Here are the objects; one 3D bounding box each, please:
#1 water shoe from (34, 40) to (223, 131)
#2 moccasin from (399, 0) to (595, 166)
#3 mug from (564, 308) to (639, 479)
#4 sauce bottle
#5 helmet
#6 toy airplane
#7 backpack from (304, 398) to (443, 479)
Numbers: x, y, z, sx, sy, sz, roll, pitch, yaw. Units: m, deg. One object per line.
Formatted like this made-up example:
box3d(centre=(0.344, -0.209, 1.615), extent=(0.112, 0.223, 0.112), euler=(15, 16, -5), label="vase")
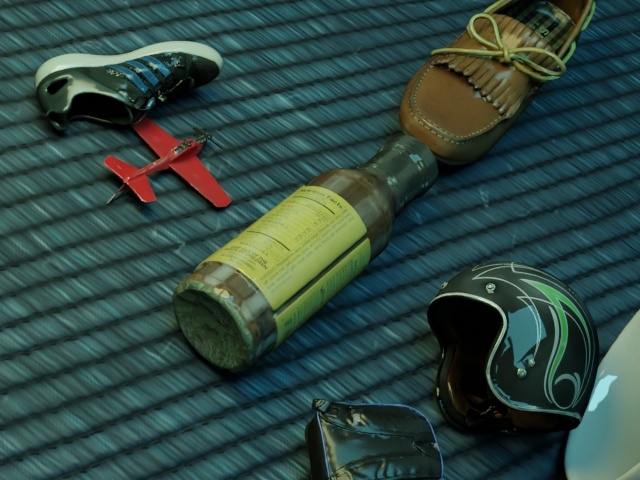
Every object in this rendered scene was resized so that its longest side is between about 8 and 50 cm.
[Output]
box3d(centre=(-0.196, -0.155, 1.312), extent=(0.203, 0.073, 0.080), euler=(-10, 62, -18), label="water shoe")
box3d(centre=(0.223, -0.215, 1.484), extent=(0.139, 0.147, 0.380), euler=(45, 51, 12), label="moccasin")
box3d(centre=(0.452, 0.196, 1.229), extent=(0.328, 0.276, 0.374), euler=(34, 19, -4), label="mug")
box3d(centre=(0.000, 0.000, 1.253), extent=(0.111, 0.111, 0.344), euler=(43, 49, 11), label="sauce bottle")
box3d(centre=(0.190, 0.102, 1.226), extent=(0.169, 0.169, 0.161), euler=(8, 69, -18), label="helmet")
box3d(centre=(-0.165, -0.081, 1.293), extent=(0.151, 0.028, 0.151), euler=(11, 50, -14), label="toy airplane")
box3d(centre=(0.047, 0.202, 1.137), extent=(0.114, 0.084, 0.105), euler=(0, 56, -18), label="backpack")
